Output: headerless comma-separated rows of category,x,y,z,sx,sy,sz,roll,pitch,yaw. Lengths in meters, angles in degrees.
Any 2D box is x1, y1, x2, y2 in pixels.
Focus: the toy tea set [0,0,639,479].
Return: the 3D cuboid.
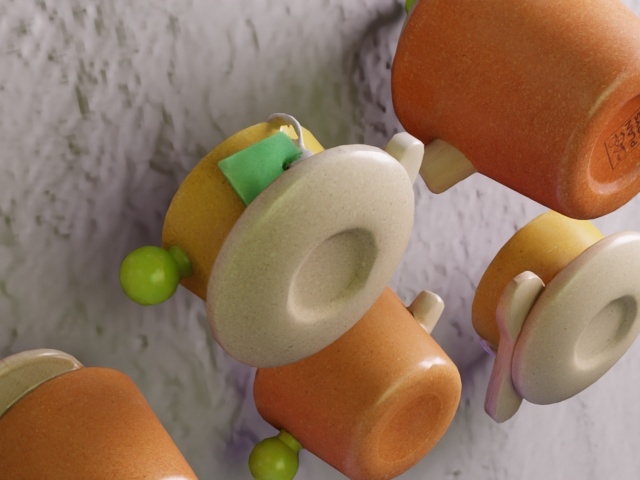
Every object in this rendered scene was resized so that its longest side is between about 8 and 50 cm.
toy tea set,0.000,0.000,0.663,0.336,0.124,0.200,-22,137,-34
